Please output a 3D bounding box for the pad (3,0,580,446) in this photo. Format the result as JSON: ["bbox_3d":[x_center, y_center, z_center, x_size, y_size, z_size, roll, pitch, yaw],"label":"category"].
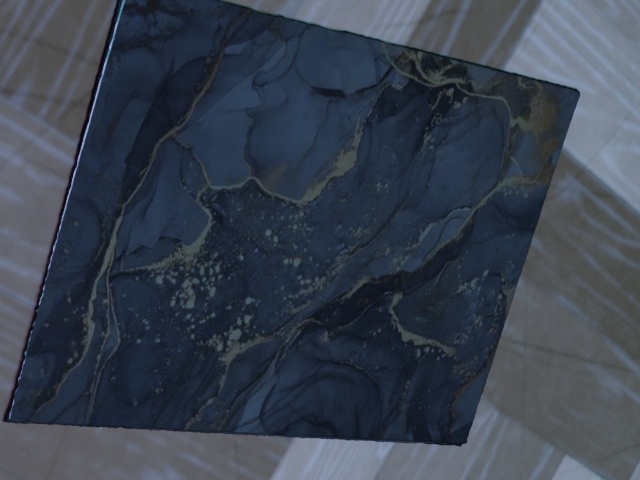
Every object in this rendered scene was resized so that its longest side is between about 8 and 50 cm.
[{"bbox_3d":[0.000,0.000,1.076,0.367,0.007,0.247,9,102,-44],"label":"pad"}]
